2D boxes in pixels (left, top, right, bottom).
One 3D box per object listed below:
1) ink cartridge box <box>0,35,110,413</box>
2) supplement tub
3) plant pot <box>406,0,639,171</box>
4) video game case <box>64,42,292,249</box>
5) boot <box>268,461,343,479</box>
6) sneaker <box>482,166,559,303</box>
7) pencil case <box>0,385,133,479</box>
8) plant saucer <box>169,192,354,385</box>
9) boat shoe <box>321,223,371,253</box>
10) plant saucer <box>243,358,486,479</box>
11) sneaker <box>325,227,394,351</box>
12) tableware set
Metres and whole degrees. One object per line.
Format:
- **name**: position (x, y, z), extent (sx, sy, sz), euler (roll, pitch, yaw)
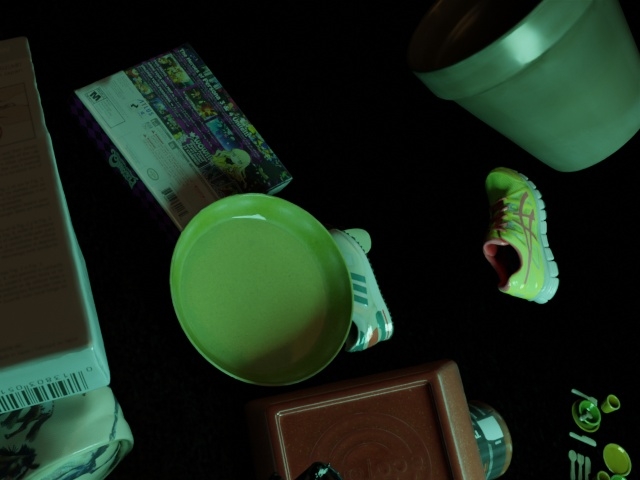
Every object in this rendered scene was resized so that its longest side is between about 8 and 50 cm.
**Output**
- **ink cartridge box**: position (-0.395, 0.001, 1.479), extent (0.308, 0.091, 0.385), euler (-15, 58, -5)
- **supplement tub**: position (0.132, 0.263, 1.821), extent (0.197, 0.106, 0.106), euler (-14, 69, -41)
- **plant pot**: position (0.333, -0.263, 2.220), extent (0.280, 0.323, 0.323), euler (46, 43, -23)
- **video game case**: position (-0.176, -0.124, 1.914), extent (0.232, 0.042, 0.210), euler (52, 46, 6)
- **boot**: position (-0.091, 0.336, 1.542), extent (0.094, 0.207, 0.246), euler (48, 46, 2)
- **sneaker**: position (0.264, -0.013, 2.123), extent (0.094, 0.081, 0.209), euler (1, 60, -32)
- **pencil case**: position (-0.349, 0.094, 1.562), extent (0.183, 0.160, 0.410), euler (-27, 77, -18)
- **plant saucer**: position (-0.075, 0.062, 1.832), extent (0.240, 0.037, 0.241), euler (8, 70, -24)
- **boat shoe**: position (0.000, 0.002, 1.955), extent (0.133, 0.042, 0.049), euler (3, 86, -33)
- **plant saucer**: position (0.055, 0.266, 1.707), extent (0.258, 0.048, 0.259), euler (-12, 63, 0)
- **sneaker**: position (0.029, 0.065, 1.904), extent (0.075, 0.057, 0.161), euler (-27, 95, -33)
- **tableware set**: position (0.384, 0.274, 2.049), extent (0.104, 0.024, 0.154), euler (25, 48, -19)
